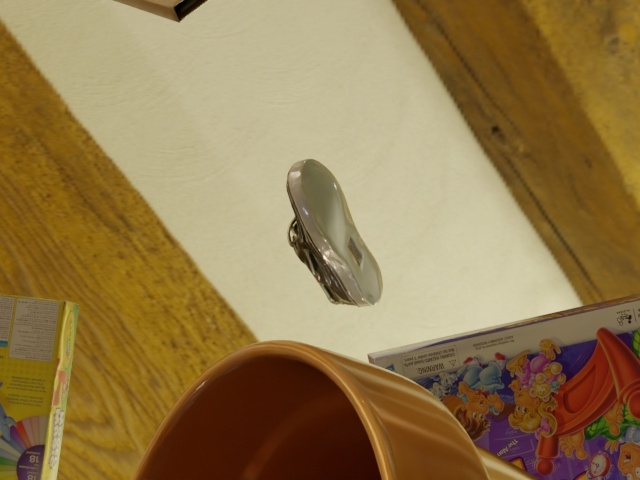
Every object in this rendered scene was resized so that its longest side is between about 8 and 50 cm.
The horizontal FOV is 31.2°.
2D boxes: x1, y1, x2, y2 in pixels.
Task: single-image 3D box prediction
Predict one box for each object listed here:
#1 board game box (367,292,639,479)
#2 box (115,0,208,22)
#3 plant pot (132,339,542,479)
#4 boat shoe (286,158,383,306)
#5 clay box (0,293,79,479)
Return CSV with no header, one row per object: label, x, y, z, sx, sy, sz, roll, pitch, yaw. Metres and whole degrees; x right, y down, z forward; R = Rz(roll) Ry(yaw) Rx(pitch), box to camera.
board game box,0.247,0.203,1.261,0.347,0.078,0.233,-13,-90,-3
box,-0.145,-0.300,1.216,0.164,0.201,0.021,-42,-50,-19
plant pot,0.036,0.163,0.484,0.188,0.205,0.205,20,-94,-33
boat shoe,0.000,0.000,1.289,0.219,0.070,0.077,62,-146,-38
clay box,-0.282,0.154,0.956,0.128,0.053,0.222,6,-96,4
